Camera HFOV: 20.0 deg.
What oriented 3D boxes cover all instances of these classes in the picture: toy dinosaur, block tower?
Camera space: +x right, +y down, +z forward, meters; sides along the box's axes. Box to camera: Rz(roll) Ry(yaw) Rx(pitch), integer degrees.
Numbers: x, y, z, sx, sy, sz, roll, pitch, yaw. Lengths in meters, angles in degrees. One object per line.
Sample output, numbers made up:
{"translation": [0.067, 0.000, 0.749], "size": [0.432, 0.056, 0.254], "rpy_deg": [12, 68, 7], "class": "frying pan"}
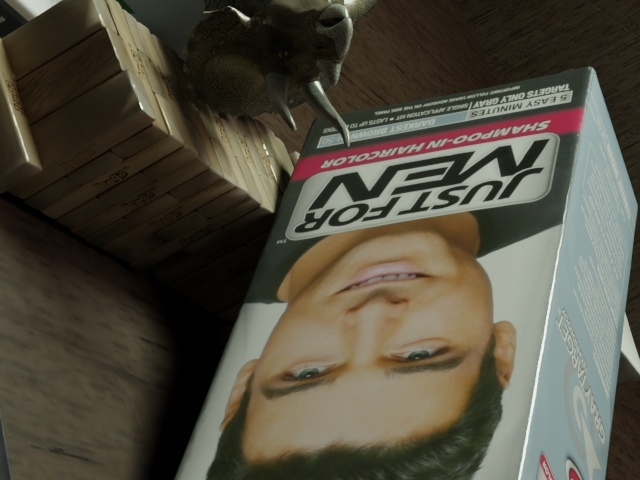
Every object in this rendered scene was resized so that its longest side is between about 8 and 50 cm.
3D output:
{"translation": [-0.028, -0.140, 1.098], "size": [0.313, 0.121, 0.160], "rpy_deg": [-34, 133, -88], "class": "toy dinosaur"}
{"translation": [-0.084, -0.038, 1.086], "size": [0.335, 0.097, 0.091], "rpy_deg": [33, 31, -61], "class": "block tower"}

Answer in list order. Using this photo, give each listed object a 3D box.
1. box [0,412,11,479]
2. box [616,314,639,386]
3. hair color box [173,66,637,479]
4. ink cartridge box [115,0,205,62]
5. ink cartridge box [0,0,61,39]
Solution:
{"translation": [-0.209, -0.002, 0.596], "size": [0.293, 0.073, 0.295], "rpy_deg": [48, 20, -50], "class": "box"}
{"translation": [0.151, 0.063, 1.533], "size": [0.182, 0.181, 0.119], "rpy_deg": [45, 29, -49], "class": "box"}
{"translation": [0.058, 0.061, 0.993], "size": [0.374, 0.185, 0.113], "rpy_deg": [-71, 145, -50], "class": "hair color box"}
{"translation": [-0.116, -0.244, 1.199], "size": [0.153, 0.087, 0.208], "rpy_deg": [45, 22, -55], "class": "ink cartridge box"}
{"translation": [-0.187, -0.185, 1.097], "size": [0.208, 0.045, 0.206], "rpy_deg": [41, 25, -56], "class": "ink cartridge box"}
